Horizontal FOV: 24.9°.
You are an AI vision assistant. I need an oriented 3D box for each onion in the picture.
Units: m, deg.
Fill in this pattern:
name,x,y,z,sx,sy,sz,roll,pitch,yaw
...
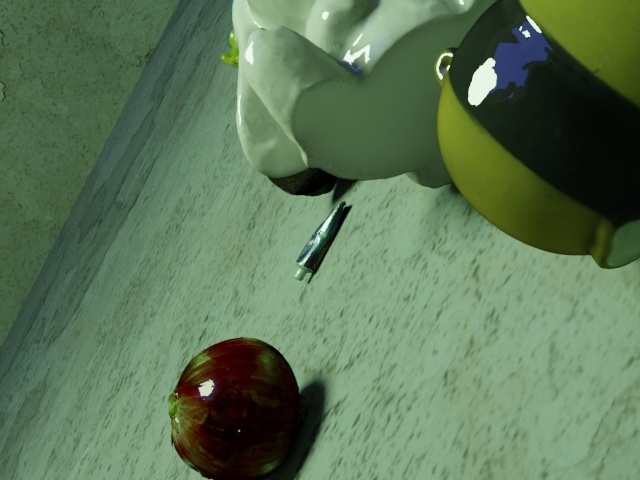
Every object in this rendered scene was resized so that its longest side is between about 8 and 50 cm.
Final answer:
name,x,y,z,sx,sy,sz,roll,pitch,yaw
onion,-0.063,0.136,1.143,0.118,0.118,0.117,173,91,-71

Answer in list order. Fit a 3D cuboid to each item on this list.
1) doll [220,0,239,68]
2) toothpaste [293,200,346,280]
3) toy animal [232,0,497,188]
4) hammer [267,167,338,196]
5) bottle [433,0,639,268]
name,x,y,z,sx,sy,sz,roll,pitch,yaw
doll,-0.017,-0.392,1.963,0.341,0.099,0.346,-45,22,12
toothpaste,0.000,0.000,1.329,0.083,0.019,0.027,-59,-2,-5
toy animal,0.027,-0.180,1.108,0.271,0.206,0.265,-34,47,-2
hammer,0.073,-0.247,1.398,0.242,0.095,0.409,-43,22,50
bottle,0.189,-0.142,0.701,0.351,0.171,0.171,-56,16,28
